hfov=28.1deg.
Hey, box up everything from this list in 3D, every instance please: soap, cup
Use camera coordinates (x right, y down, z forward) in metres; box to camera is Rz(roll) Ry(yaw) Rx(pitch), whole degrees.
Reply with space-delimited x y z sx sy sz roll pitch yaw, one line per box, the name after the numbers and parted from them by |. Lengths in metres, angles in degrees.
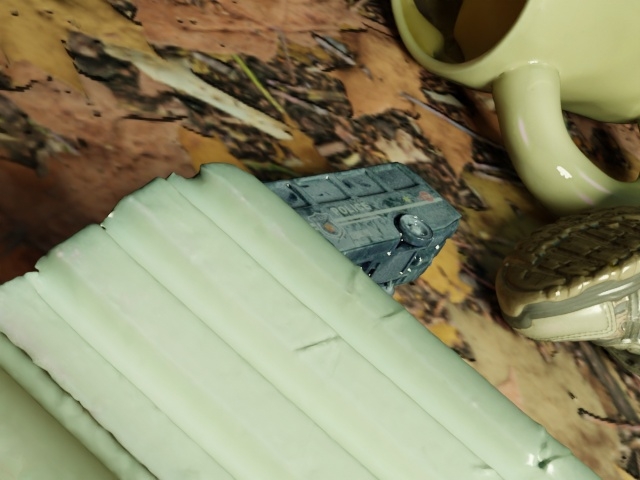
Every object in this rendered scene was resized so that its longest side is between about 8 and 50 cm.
0.005 0.100 0.454 0.261 0.094 0.150 42 39 6 | soap
0.185 -0.144 0.834 0.202 0.173 0.255 7 42 -34 | cup

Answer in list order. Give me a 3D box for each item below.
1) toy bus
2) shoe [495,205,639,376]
0.000 0.000 0.607 0.065 0.047 0.166 47 33 24 | toy bus
0.182 0.030 0.699 0.180 0.092 0.089 -17 18 -13 | shoe
